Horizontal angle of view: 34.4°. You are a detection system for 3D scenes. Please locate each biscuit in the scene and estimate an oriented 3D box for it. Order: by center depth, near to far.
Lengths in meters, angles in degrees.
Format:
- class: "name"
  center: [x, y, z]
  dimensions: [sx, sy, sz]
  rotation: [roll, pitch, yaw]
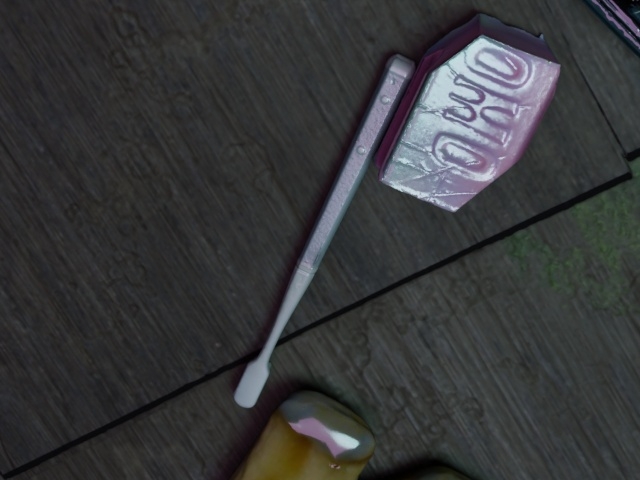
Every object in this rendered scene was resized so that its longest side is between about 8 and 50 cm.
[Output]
- class: "biscuit"
  center: [0.007, 0.293, 0.954]
  dimensions: [0.237, 0.062, 0.290]
  rotation: [30, 110, 0]

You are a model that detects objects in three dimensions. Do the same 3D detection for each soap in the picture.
- class: "soap"
  center: [0.117, -0.100, 0.804]
  dimensions: [0.100, 0.056, 0.149]
  rotation: [22, 109, -11]

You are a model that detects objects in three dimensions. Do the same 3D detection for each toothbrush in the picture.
- class: "toothbrush"
  center: [0.000, 0.001, 0.879]
  dimensions: [0.025, 0.030, 0.342]
  rotation: [25, 110, 1]

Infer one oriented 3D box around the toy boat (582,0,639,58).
- class: "toy boat"
  center: [0.227, -0.200, 0.738]
  dimensions: [0.246, 0.103, 0.093]
  rotation: [45, 113, -2]
